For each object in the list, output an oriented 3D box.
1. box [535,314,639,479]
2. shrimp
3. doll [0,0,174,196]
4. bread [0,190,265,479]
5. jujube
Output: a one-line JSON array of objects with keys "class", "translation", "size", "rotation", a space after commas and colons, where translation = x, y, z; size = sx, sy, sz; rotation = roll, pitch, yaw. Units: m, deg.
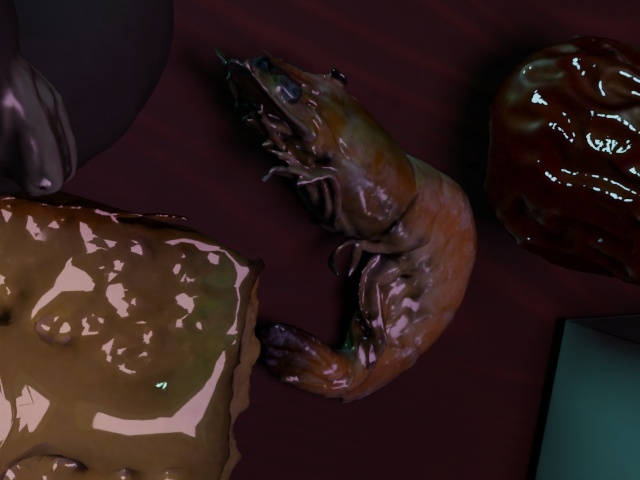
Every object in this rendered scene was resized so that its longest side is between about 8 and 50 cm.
[{"class": "box", "translation": [0.276, 0.174, 1.259], "size": [0.225, 0.117, 0.225], "rotation": [-1, 103, -44]}, {"class": "shrimp", "translation": [0.000, 0.000, 0.988], "size": [0.296, 0.058, 0.169], "rotation": [38, 79, -47]}, {"class": "doll", "translation": [-0.234, -0.169, 0.618], "size": [0.252, 0.378, 0.382], "rotation": [-19, 94, 6]}, {"class": "bread", "translation": [-0.164, 0.061, 0.782], "size": [0.262, 0.162, 0.204], "rotation": [5, 103, -21]}, {"class": "jujube", "translation": [0.213, -0.039, 1.055], "size": [0.155, 0.230, 0.155], "rotation": [-38, 143, -36]}]
